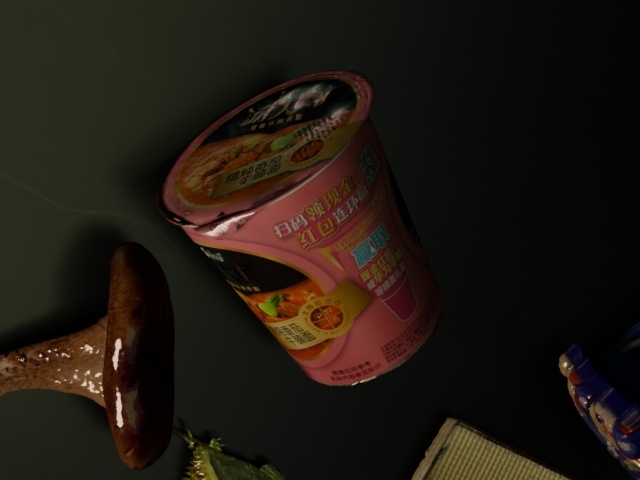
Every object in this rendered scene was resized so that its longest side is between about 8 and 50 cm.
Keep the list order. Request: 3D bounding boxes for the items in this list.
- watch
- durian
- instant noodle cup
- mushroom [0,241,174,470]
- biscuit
[{"bbox_3d":[0.397,0.168,1.572,0.200,0.196,0.171,-37,121,-4],"label":"watch"},{"bbox_3d":[-0.086,0.277,1.472,0.215,0.086,0.100,36,52,-27],"label":"durian"},{"bbox_3d":[0.000,0.000,1.371,0.244,0.244,0.255,-37,118,-12],"label":"instant noodle cup"},{"bbox_3d":[-0.250,0.115,1.346,0.217,0.148,0.227,0,95,-6],"label":"mushroom"},{"bbox_3d":[0.198,0.290,1.595,0.199,0.040,0.121,30,91,-23],"label":"biscuit"}]
